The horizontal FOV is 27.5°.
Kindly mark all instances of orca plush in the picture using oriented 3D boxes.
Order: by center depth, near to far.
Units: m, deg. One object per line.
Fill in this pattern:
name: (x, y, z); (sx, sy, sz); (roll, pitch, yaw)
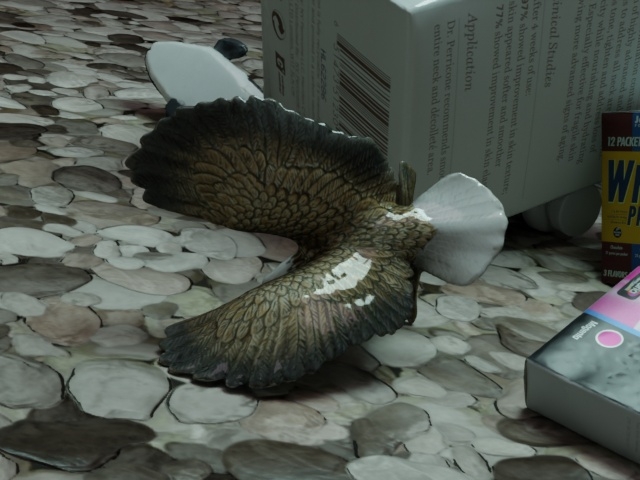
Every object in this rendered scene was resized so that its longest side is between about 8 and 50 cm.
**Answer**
orca plush: (-0.115, -0.198, 1.858); (0.287, 0.151, 0.102); (13, -13, 19)

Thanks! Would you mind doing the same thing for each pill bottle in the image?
pill bottle: (0.275, -0.066, 1.670); (0.094, 0.094, 0.169); (-3, 22, -33)

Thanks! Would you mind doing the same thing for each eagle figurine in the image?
eagle figurine: (-0.006, 0.008, 1.179); (0.298, 0.225, 0.226); (5, 26, -49)

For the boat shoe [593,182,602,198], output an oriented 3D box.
boat shoe: (0.423, -0.137, 1.806); (0.127, 0.158, 0.340); (-36, 36, -25)

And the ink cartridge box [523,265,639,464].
ink cartridge box: (0.364, 0.146, 1.060); (0.371, 0.069, 0.175); (27, 46, 37)

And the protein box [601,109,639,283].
protein box: (0.439, -0.052, 1.504); (0.201, 0.200, 0.136); (-5, 7, -38)

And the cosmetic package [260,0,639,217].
cosmetic package: (0.172, -0.244, 1.546); (0.393, 0.329, 0.327); (-19, 42, -24)
